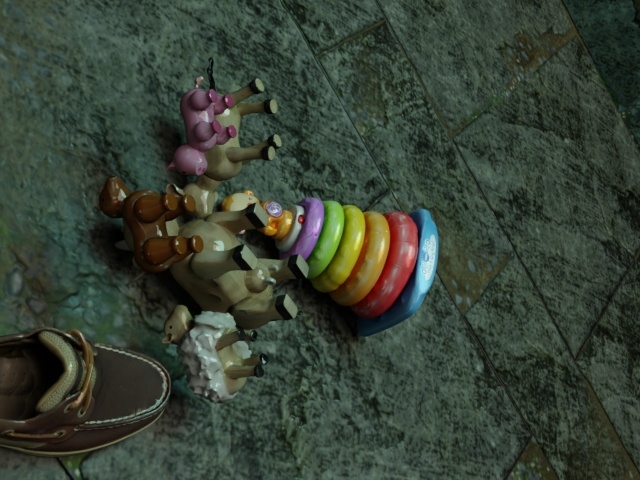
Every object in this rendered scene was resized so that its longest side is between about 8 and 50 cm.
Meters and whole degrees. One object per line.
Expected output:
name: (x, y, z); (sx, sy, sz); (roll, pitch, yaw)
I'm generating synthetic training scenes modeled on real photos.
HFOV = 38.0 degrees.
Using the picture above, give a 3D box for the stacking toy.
stacking toy: (0.000, 0.000, 1.303); (0.302, 0.166, 0.175); (23, 60, -21)

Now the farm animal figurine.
farm animal figurine: (-0.145, -0.014, 1.133); (0.326, 0.172, 0.330); (64, 32, -22)

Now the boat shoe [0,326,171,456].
boat shoe: (-0.278, 0.147, 0.934); (0.342, 0.123, 0.123); (12, 64, -43)
